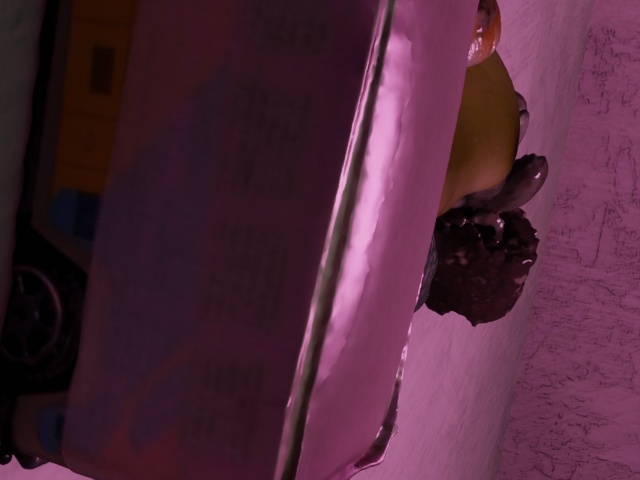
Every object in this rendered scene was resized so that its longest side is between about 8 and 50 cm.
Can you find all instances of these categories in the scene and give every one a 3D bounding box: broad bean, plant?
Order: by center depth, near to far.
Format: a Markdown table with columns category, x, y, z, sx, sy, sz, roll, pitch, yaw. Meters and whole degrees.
| category | x | y | z | sx | sy | sz | roll | pitch | yaw |
| --- | --- | --- | --- | --- | --- | --- | --- | --- | --- |
| broad bean | 0.098 | -0.110 | 0.824 | 0.263 | 0.121 | 0.189 | -11 | 104 | -68 |
| plant | 0.178 | -0.040 | 1.077 | 0.274 | 0.149 | 0.146 | 89 | 8 | -45 |

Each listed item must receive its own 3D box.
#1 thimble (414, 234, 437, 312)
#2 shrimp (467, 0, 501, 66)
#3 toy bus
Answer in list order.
| category | x | y | z | sx | sy | sz | roll | pitch | yaw |
| --- | --- | --- | --- | --- | --- | --- | --- | --- | --- |
| thimble | 0.002 | -0.001 | 0.596 | 0.118 | 0.135 | 0.090 | -68 | 160 | -11 |
| shrimp | 0.061 | -0.194 | 0.690 | 0.254 | 0.059 | 0.145 | -12 | 80 | -50 |
| toy bus | -0.020 | -0.072 | 0.442 | 0.171 | 0.162 | 0.386 | -15 | 118 | -68 |
